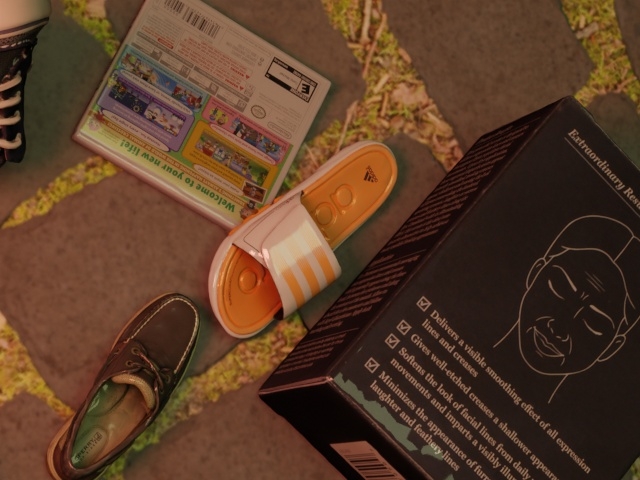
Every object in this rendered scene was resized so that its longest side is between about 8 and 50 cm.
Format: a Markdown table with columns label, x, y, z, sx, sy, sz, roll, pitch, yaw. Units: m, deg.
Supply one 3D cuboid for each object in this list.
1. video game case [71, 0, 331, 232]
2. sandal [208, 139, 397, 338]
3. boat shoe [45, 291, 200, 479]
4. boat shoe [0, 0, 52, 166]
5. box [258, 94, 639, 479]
| label | x | y | z | sx | sy | sz | roll | pitch | yaw |
| --- | --- | --- | --- | --- | --- | --- | --- | --- | --- |
| video game case | -0.118 | -0.132 | 1.987 | 0.212 | 0.023 | 0.193 | 31 | 72 | -15 |
| sandal | -0.005 | -0.009 | 1.970 | 0.265 | 0.076 | 0.102 | -45 | 119 | -21 |
| boat shoe | -0.180 | 0.144 | 1.892 | 0.080 | 0.073 | 0.223 | 40 | 71 | -12 |
| boat shoe | -0.299 | -0.138 | 1.757 | 0.127 | 0.340 | 0.158 | -11 | 96 | -11 |
| box | 0.189 | 0.104 | 1.969 | 0.293 | 0.212 | 0.395 | 46 | 70 | -9 |
